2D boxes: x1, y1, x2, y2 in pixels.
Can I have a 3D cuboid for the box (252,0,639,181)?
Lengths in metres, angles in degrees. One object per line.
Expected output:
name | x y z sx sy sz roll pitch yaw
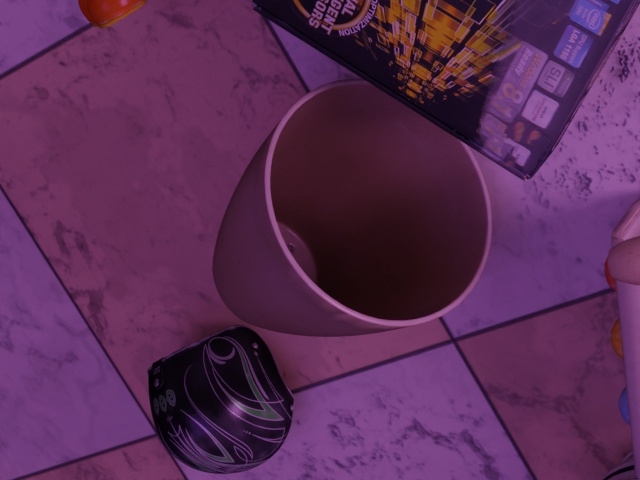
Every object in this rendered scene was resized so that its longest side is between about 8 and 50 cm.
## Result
box | 0.144 -0.290 1.437 0.318 0.097 0.395 33 130 7

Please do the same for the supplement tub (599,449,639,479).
supplement tub | 0.340 0.337 1.676 0.191 0.272 0.191 16 125 24

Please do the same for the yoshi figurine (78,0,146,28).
yoshi figurine | -0.235 -0.410 1.656 0.203 0.203 0.362 -22 102 23

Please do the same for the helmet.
helmet | -0.117 0.199 1.967 0.169 0.169 0.161 -32 81 41

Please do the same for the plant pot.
plant pot | 0.000 0.000 1.731 0.256 0.256 0.274 51 148 -4

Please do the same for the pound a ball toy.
pound a ball toy | 0.329 0.097 1.581 0.135 0.208 0.319 5 120 30
